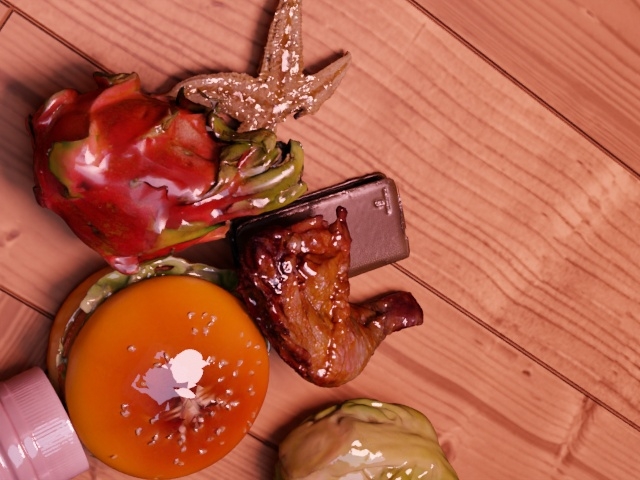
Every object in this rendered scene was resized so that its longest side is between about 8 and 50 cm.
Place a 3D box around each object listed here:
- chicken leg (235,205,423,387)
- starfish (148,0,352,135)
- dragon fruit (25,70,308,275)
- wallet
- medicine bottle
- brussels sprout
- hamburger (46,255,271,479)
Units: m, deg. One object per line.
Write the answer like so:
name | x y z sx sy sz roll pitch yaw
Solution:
chicken leg | 0.008 0.067 1.847 0.322 0.083 0.177 49 61 -48
starfish | -0.076 -0.156 1.826 0.247 0.050 0.138 -43 116 -7
dragon fruit | -0.160 -0.087 1.732 0.269 0.198 0.200 -23 84 3
wallet | 0.000 0.000 1.912 0.198 0.031 0.110 -18 110 -18
medicine bottle | -0.375 0.237 1.768 0.250 0.133 0.133 -27 113 -13
brussels sprout | 0.050 0.280 1.949 0.223 0.161 0.223 -1 119 -2
hamburger | -0.163 0.135 1.806 0.246 0.170 0.246 -7 110 -20
